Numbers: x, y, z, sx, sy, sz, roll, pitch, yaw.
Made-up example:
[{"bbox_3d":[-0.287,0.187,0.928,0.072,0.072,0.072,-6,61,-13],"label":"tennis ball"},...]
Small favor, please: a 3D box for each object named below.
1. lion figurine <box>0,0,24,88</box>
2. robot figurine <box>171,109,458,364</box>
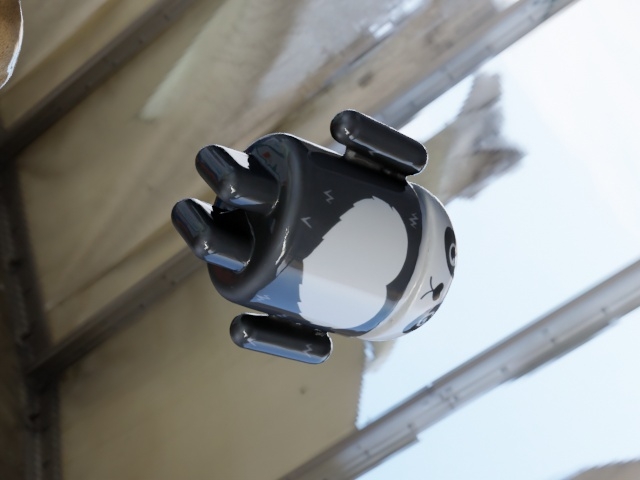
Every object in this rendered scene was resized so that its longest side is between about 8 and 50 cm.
[{"bbox_3d":[-0.268,-0.228,0.921,0.240,0.142,0.392,15,-99,-28],"label":"lion figurine"},{"bbox_3d":[0.002,-0.001,1.195,0.278,0.209,0.173,19,-127,-30],"label":"robot figurine"}]
